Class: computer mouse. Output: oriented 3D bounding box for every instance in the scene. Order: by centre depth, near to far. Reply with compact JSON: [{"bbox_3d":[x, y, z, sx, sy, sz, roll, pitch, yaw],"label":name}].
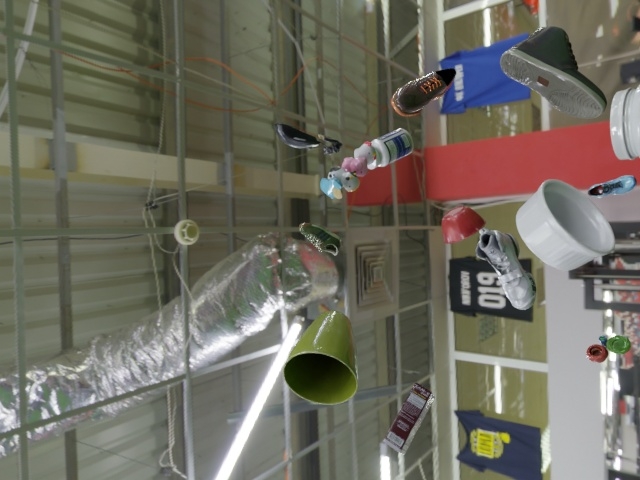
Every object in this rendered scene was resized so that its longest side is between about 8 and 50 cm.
[{"bbox_3d":[-0.049,-0.369,1.688,0.261,0.184,0.060,19,-92,-20],"label":"computer mouse"}]

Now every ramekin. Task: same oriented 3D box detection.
[{"bbox_3d":[0.746,-0.042,1.400,0.276,0.135,0.278,15,-130,-19],"label":"ramekin"}]

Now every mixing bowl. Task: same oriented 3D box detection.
[{"bbox_3d":[0.557,-0.075,1.818,0.098,0.181,0.181,57,-135,-9],"label":"mixing bowl"}]

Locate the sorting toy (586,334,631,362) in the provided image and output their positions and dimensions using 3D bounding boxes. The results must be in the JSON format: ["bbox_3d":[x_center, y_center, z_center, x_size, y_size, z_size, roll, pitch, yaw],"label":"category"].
[{"bbox_3d":[0.712,0.271,1.118,0.042,0.101,0.061,47,-150,-29],"label":"sorting toy"}]

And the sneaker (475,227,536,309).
[{"bbox_3d":[0.772,0.109,1.916,0.210,0.137,0.366,20,-130,-34],"label":"sneaker"}]

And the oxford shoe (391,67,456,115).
[{"bbox_3d":[0.314,-0.462,1.372,0.271,0.098,0.097,-39,-90,-34],"label":"oxford shoe"}]

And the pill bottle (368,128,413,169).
[{"bbox_3d":[0.354,-0.485,2.416,0.264,0.153,0.153,-27,-68,-23],"label":"pill bottle"}]

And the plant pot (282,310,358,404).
[{"bbox_3d":[0.025,0.415,1.724,0.294,0.274,0.275,-70,-39,-55],"label":"plant pot"}]

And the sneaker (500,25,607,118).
[{"bbox_3d":[0.478,-0.338,0.881,0.118,0.222,0.083,-42,-21,-9],"label":"sneaker"}]

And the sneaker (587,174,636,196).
[{"bbox_3d":[1.063,-0.189,1.655,0.073,0.162,0.064,-14,-95,-42],"label":"sneaker"}]

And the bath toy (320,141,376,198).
[{"bbox_3d":[0.150,-0.329,2.051,0.348,0.151,0.129,-47,-12,-32],"label":"bath toy"}]

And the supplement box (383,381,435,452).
[{"bbox_3d":[0.328,0.652,1.659,0.240,0.073,0.130,-56,-30,-14],"label":"supplement box"}]

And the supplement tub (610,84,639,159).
[{"bbox_3d":[0.949,-0.320,1.159,0.228,0.316,0.229,-2,-87,-42],"label":"supplement tub"}]

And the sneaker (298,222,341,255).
[{"bbox_3d":[0.000,0.000,1.795,0.192,0.064,0.086,22,-127,-24],"label":"sneaker"}]
